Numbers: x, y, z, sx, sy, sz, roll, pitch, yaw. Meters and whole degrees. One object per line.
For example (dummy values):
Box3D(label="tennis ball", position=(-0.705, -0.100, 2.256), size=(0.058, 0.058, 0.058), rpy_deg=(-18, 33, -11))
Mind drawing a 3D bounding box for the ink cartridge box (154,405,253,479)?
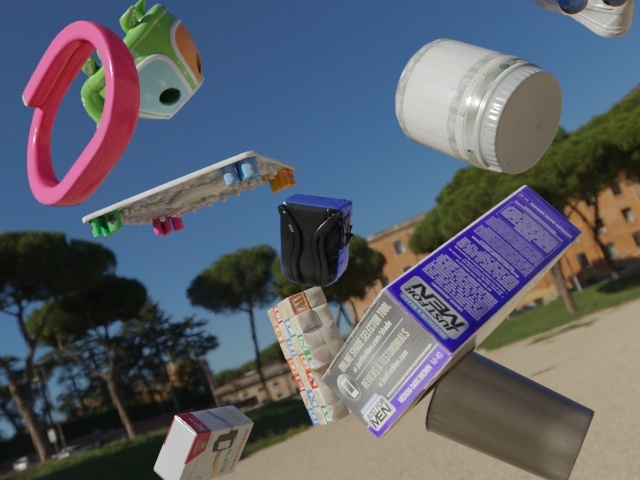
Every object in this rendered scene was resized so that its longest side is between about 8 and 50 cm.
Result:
Box3D(label="ink cartridge box", position=(-0.232, 0.414, 1.529), size=(0.175, 0.072, 0.127), rpy_deg=(6, -71, -55))

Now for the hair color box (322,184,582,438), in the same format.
Box3D(label="hair color box", position=(0.170, 0.077, 0.934), size=(0.339, 0.110, 0.185), rpy_deg=(-29, -23, -42))

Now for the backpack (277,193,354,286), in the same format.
Box3D(label="backpack", position=(0.000, 0.000, 1.055), size=(0.098, 0.120, 0.101), rpy_deg=(9, 17, 21))

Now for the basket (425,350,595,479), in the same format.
Box3D(label="basket", position=(0.306, 0.285, 1.211), size=(0.227, 0.154, 0.204), rpy_deg=(22, -7, 22))

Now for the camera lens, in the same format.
Box3D(label="camera lens", position=(0.301, -0.267, 1.484), size=(0.219, 0.219, 0.274), rpy_deg=(-12, 30, -38))

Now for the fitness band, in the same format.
Box3D(label="fitness band", position=(-0.350, -0.176, 1.074), size=(0.054, 0.209, 0.291), rpy_deg=(1, -34, -45))

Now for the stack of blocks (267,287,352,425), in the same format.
Box3D(label="stack of blocks", position=(-0.008, 0.270, 1.753), size=(0.087, 0.297, 0.171), rpy_deg=(-20, -7, -25))

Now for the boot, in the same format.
Box3D(label="boot", position=(0.506, -0.503, 1.470), size=(0.095, 0.258, 0.123), rpy_deg=(-31, -39, -20))

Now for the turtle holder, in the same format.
Box3D(label="turtle holder", position=(-0.419, -0.380, 1.754), size=(0.320, 0.227, 0.243), rpy_deg=(-51, 20, -5))

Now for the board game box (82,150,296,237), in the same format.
Box3D(label="board game box", position=(-0.269, -0.091, 1.696), size=(0.390, 0.050, 0.390), rpy_deg=(-20, -3, 11))

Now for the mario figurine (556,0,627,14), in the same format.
Box3D(label="mario figurine", position=(0.377, -0.446, 1.040), size=(0.198, 0.170, 0.320), rpy_deg=(-39, -19, 10))
